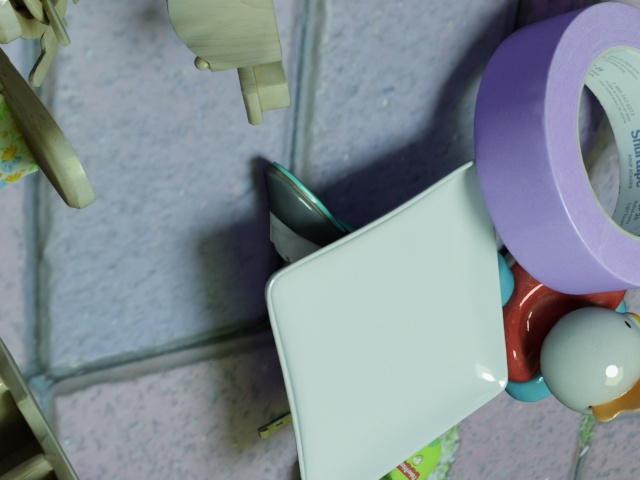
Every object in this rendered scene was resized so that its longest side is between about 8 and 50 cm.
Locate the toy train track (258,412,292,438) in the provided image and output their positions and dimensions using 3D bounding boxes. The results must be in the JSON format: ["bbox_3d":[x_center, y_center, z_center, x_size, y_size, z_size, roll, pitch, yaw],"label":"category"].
[{"bbox_3d":[-0.026,0.185,1.317,0.083,0.014,0.048,-26,129,-22],"label":"toy train track"}]

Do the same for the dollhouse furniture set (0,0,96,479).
[{"bbox_3d":[-0.292,0.059,0.755,0.362,0.256,0.394,-31,136,-13],"label":"dollhouse furniture set"}]

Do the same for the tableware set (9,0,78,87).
[{"bbox_3d":[-0.176,-0.209,0.848,0.039,0.194,0.128,-8,130,15],"label":"tableware set"}]

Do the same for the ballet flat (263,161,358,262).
[{"bbox_3d":[0.000,0.000,1.185,0.074,0.074,0.203,-53,137,2],"label":"ballet flat"}]

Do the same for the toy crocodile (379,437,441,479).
[{"bbox_3d":[0.029,0.263,1.338,0.105,0.115,0.340,9,109,-39],"label":"toy crocodile"}]

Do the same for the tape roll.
[{"bbox_3d":[0.272,-0.087,1.231,0.275,0.090,0.275,8,78,-40],"label":"tape roll"}]

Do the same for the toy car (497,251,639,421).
[{"bbox_3d":[0.287,0.097,1.345,0.210,0.238,0.219,-42,134,-9],"label":"toy car"}]

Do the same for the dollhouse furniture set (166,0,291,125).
[{"bbox_3d":[-0.145,-0.282,0.856,0.174,0.303,0.355,-11,154,-1],"label":"dollhouse furniture set"}]

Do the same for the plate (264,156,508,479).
[{"bbox_3d":[0.063,0.088,1.197,0.278,0.045,0.277,-30,126,-31],"label":"plate"}]
